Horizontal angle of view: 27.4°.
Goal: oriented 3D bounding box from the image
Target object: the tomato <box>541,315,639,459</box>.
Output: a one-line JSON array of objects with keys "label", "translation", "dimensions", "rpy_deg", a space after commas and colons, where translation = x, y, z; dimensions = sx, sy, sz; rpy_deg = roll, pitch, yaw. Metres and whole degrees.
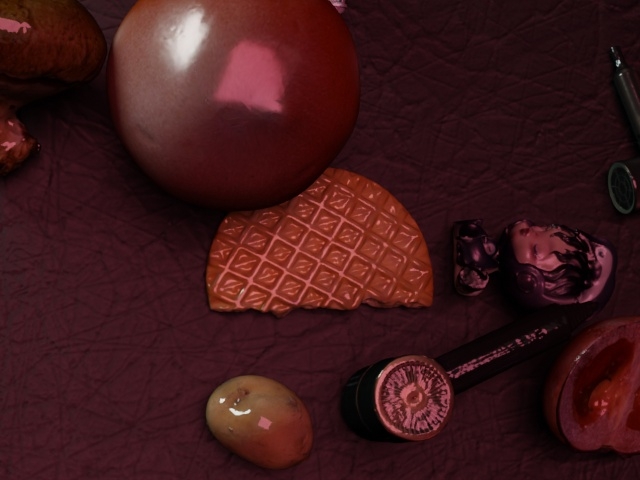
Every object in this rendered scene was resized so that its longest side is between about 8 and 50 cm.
[{"label": "tomato", "translation": [0.378, 0.177, 1.734], "dimensions": [0.228, 0.112, 0.199], "rpy_deg": [16, 100, -35]}]

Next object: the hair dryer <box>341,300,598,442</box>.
[{"label": "hair dryer", "translation": [0.202, 0.156, 1.685], "dimensions": [0.352, 0.189, 0.107], "rpy_deg": [-22, 87, -16]}]

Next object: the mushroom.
[{"label": "mushroom", "translation": [-0.399, -0.237, 1.612], "dimensions": [0.267, 0.267, 0.254], "rpy_deg": [6, 71, -10]}]

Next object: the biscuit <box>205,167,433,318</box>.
[{"label": "biscuit", "translation": [0.000, 0.000, 1.751], "dimensions": [0.309, 0.040, 0.204], "rpy_deg": [-1, 78, -11]}]

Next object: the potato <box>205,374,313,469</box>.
[{"label": "potato", "translation": [-0.075, 0.232, 1.656], "dimensions": [0.147, 0.112, 0.112], "rpy_deg": [25, 75, 2]}]

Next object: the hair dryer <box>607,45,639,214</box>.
[{"label": "hair dryer", "translation": [0.485, -0.172, 1.870], "dimensions": [0.195, 0.078, 0.248], "rpy_deg": [-13, 76, -15]}]

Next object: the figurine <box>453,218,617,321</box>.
[{"label": "figurine", "translation": [0.286, 0.045, 1.757], "dimensions": [0.222, 0.145, 0.145], "rpy_deg": [5, 77, 0]}]

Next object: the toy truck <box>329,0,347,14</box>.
[{"label": "toy truck", "translation": [-0.067, -0.345, 1.781], "dimensions": [0.216, 0.110, 0.116], "rpy_deg": [4, 90, -11]}]

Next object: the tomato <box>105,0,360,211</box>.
[{"label": "tomato", "translation": [-0.104, -0.184, 1.619], "dimensions": [0.321, 0.321, 0.321], "rpy_deg": [2, 78, -10]}]
